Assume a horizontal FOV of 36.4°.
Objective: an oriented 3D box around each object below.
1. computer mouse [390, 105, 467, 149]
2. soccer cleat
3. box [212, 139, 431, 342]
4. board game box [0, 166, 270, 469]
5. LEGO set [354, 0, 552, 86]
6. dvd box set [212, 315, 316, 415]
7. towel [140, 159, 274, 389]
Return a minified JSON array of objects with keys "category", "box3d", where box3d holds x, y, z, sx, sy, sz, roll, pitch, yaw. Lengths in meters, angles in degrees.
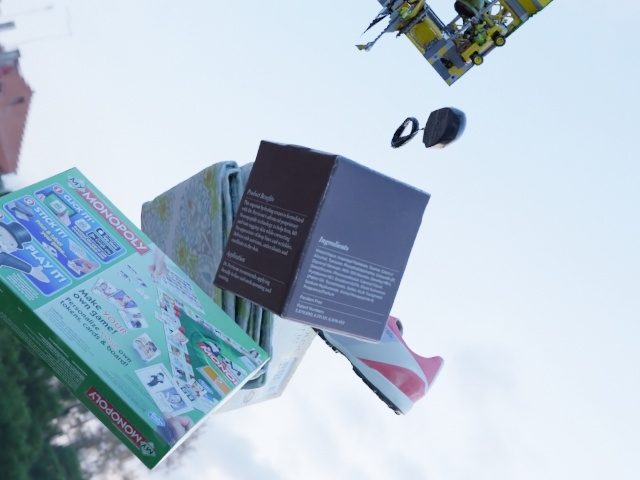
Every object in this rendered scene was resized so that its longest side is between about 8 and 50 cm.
[{"category":"computer mouse","box3d":[0.182,-0.179,1.628,0.242,0.041,0.071,-176,-77,-71]},{"category":"soccer cleat","box3d":[0.065,0.144,1.596,0.318,0.116,0.108,44,-5,31]},{"category":"box","box3d":[0.000,0.000,1.223,0.168,0.167,0.203,20,-89,52]},{"category":"board game box","box3d":[-0.223,0.068,1.029,0.317,0.213,0.046,44,-61,6]},{"category":"LEGO set","box3d":[0.183,-0.357,1.343,0.255,0.331,0.192,-39,-81,24]},{"category":"dvd box set","box3d":[-0.124,0.178,1.794,0.062,0.420,0.307,34,-76,22]},{"category":"towel","box3d":[-0.178,0.067,1.469,0.374,0.090,0.320,-18,-109,58]}]
